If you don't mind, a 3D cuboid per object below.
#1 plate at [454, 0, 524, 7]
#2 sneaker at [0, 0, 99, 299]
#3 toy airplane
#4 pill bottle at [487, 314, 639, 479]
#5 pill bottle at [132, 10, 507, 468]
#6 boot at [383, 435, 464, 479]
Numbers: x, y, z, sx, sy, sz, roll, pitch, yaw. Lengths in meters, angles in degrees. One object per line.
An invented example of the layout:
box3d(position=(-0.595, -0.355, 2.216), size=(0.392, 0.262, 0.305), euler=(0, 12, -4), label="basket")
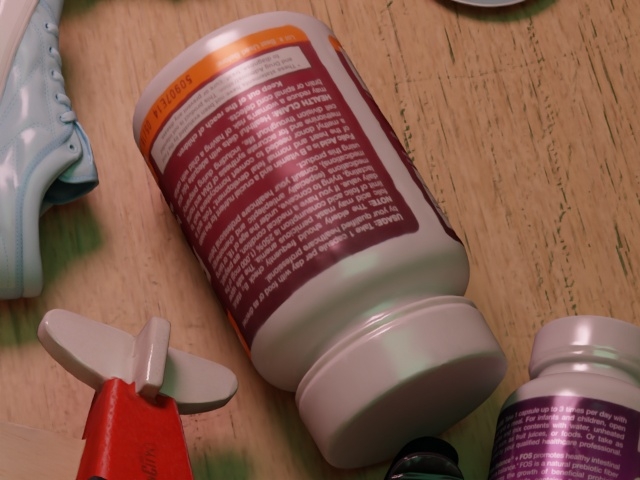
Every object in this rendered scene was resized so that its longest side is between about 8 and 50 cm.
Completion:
box3d(position=(0.173, -0.326, 2.169), size=(0.188, 0.024, 0.188), euler=(3, 60, -5), label="plate")
box3d(position=(-0.283, -0.105, 1.940), size=(0.150, 0.135, 0.366), euler=(18, 70, -11), label="sneaker")
box3d(position=(-0.185, 0.243, 1.700), size=(0.386, 0.272, 0.384), euler=(37, 25, 23), label="toy airplane")
box3d(position=(0.233, 0.226, 1.781), size=(0.169, 0.169, 0.301), euler=(13, 61, 1), label="pill bottle")
box3d(position=(0.000, 0.000, 1.851), size=(0.224, 0.224, 0.392), euler=(-21, 65, -17), label="pill bottle")
box3d(position=(0.084, 0.295, 1.712), size=(0.094, 0.207, 0.246), euler=(6, 86, 5), label="boot")
